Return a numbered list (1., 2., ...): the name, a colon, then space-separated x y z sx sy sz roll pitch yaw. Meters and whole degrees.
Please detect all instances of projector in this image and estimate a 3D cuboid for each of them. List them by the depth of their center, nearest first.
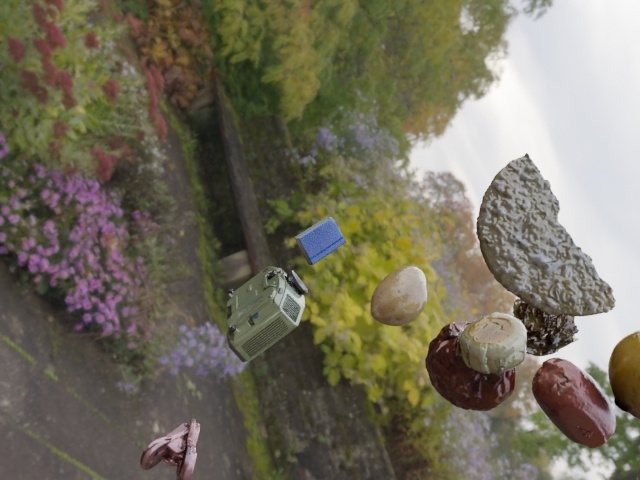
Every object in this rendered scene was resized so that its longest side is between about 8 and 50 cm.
1. projector: -0.126 0.145 1.615 0.088 0.193 0.269 52 5 -18

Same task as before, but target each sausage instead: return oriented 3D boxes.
1. sausage: 0.629 0.403 1.777 0.280 0.152 0.152 47 15 -27

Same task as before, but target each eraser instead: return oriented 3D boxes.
1. eraser: 0.000 0.000 1.405 0.063 0.084 0.027 61 -18 -14

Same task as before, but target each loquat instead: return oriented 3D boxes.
1. loquat: 0.810 0.328 1.725 0.235 0.235 0.235 -21 90 -85

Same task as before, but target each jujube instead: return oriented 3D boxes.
1. jujube: 0.369 0.314 1.777 0.232 0.213 0.213 -105 173 -80

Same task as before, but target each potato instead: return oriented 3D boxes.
1. potato: 0.167 0.116 1.487 0.147 0.112 0.112 -54 136 -32

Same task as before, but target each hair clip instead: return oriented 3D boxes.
1. hair clip: -0.251 0.400 1.324 0.102 0.123 0.138 34 24 19

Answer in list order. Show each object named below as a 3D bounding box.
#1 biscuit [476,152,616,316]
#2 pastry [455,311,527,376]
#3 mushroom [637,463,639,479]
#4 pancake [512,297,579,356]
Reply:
1. biscuit: 0.295 0.009 1.001 0.032 0.133 0.250 79 -14 -75
2. pastry: 0.384 0.229 1.598 0.166 0.165 0.088 -102 179 -63
3. mushroom: 0.740 0.422 1.273 0.353 0.325 0.353 -1 91 -54
4. pancake: 0.581 0.233 1.925 0.257 0.212 0.056 58 -1 -29
